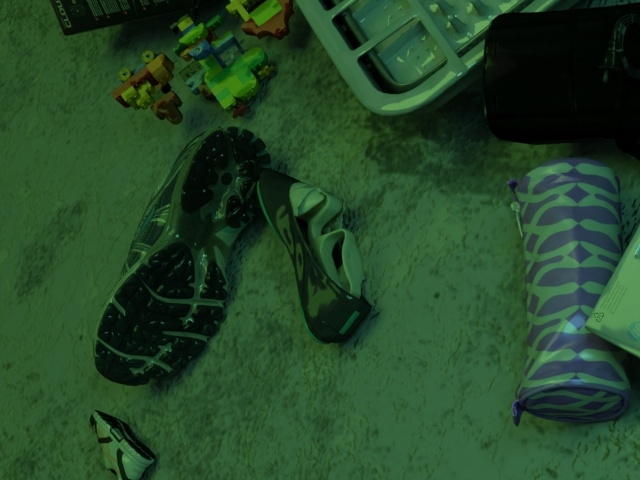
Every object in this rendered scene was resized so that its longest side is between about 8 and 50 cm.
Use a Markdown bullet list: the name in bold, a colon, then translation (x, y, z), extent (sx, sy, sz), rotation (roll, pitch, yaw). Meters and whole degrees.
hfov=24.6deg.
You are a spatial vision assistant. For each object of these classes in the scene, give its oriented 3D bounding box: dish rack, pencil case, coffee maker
- **dish rack**: translation (0.137, -0.275, 1.292), extent (0.333, 0.072, 0.285), rotation (-38, 54, 13)
- **pencil case**: translation (0.185, 0.035, 1.099), extent (0.088, 0.086, 0.206), rotation (-3, 59, 10)
- **coffee maker**: translation (0.209, -0.134, 1.107), extent (0.178, 0.171, 0.120), rotation (2, 69, 48)

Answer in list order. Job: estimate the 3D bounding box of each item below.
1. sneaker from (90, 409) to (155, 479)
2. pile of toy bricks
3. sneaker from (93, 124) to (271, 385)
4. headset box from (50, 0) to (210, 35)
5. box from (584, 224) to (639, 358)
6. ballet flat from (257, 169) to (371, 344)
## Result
- **sneaker**: translation (-0.207, 0.207, 1.467), extent (0.043, 0.040, 0.109), rotation (-60, 38, 6)
- **pile of toy bricks**: translation (-0.104, -0.180, 1.554), extent (0.212, 0.118, 0.105), rotation (-37, 71, 5)
- **sneaker**: translation (-0.143, 0.015, 1.484), extent (0.283, 0.110, 0.122), rotation (-61, 21, -3)
- **headset box**: translation (-0.235, -0.366, 1.689), extent (0.293, 0.218, 0.110), rotation (-3, 24, 47)
- **box**: translation (0.291, 0.040, 0.973), extent (0.186, 0.038, 0.145), rotation (29, 90, 30)
- **ballet flat**: translation (0.000, 0.000, 1.340), extent (0.074, 0.074, 0.203), rotation (-39, 50, 25)
